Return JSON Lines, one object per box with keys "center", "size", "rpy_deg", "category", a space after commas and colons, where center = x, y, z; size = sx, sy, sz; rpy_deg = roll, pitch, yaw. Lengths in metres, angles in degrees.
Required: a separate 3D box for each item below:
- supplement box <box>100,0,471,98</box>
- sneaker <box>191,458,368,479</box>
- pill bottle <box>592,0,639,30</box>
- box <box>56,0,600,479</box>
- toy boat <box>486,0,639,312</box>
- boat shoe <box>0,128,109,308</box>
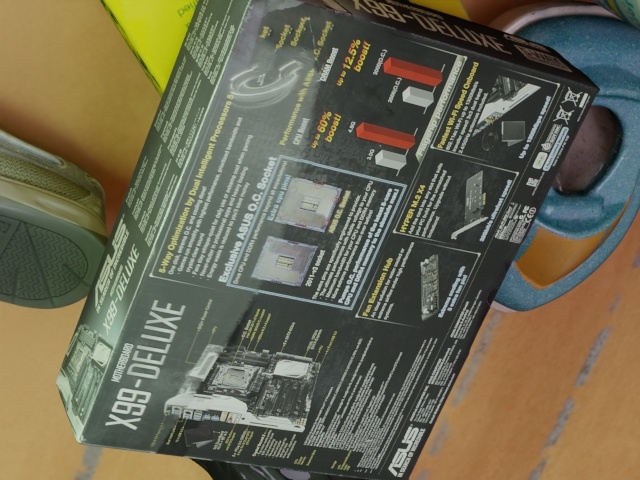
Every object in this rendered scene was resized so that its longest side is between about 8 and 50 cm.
{"center": [-0.054, -0.195, 0.941], "size": [0.195, 0.194, 0.356], "rpy_deg": [-33, 125, -2], "category": "supplement box"}
{"center": [-0.055, 0.140, 1.188], "size": [0.130, 0.109, 0.286], "rpy_deg": [-46, 118, -30], "category": "sneaker"}
{"center": [0.256, -0.213, 1.021], "size": [0.146, 0.264, 0.146], "rpy_deg": [-10, 119, -17], "category": "pill bottle"}
{"center": [0.000, 0.000, 0.910], "size": [0.242, 0.076, 0.307], "rpy_deg": [11, 114, -28], "category": "box"}
{"center": [0.124, -0.048, 1.124], "size": [0.318, 0.148, 0.267], "rpy_deg": [-5, 119, -20], "category": "toy boat"}
{"center": [-0.288, -0.056, 0.989], "size": [0.320, 0.103, 0.118], "rpy_deg": [23, 125, -25], "category": "boat shoe"}
